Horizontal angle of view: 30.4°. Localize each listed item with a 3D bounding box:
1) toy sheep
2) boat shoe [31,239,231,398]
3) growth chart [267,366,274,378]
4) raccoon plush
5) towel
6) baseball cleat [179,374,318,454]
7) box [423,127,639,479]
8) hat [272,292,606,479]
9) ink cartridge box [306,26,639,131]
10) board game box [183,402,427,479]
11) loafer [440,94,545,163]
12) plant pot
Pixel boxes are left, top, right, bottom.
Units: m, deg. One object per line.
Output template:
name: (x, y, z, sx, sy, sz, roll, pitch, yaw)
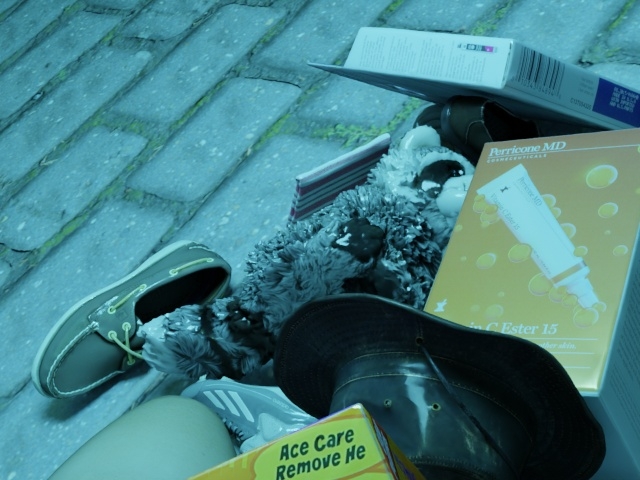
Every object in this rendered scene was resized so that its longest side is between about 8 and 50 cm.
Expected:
toy sheep: (0.171, -0.149, 1.660, 0.091, 0.091, 0.132, -17, 36, 14)
boat shoe: (-0.252, 0.110, 1.591, 0.305, 0.109, 0.091, -39, 33, -22)
growth chart: (0.019, 0.073, 1.538, 0.172, 0.021, 0.237, -14, 38, 17)
raccoon plush: (0.000, 0.000, 1.463, 0.446, 0.216, 0.299, -2, 35, 22)
towel: (0.015, -0.059, 1.556, 0.144, 0.197, 0.029, -28, 67, -24)
baseball cleat: (-0.094, 0.216, 1.395, 0.206, 0.072, 0.109, -6, 48, 32)
box: (0.253, 0.064, 1.249, 0.215, 0.168, 0.345, -3, 47, 33)
hat: (0.090, 0.198, 1.104, 0.331, 0.331, 0.134, 0, 47, 32)
ink cartridge box: (0.207, -0.214, 1.548, 0.330, 0.324, 0.071, 17, 96, 43)
board game box: (-0.031, 0.379, 0.814, 0.357, 0.356, 0.356, -24, 65, 4)
loafer: (0.247, -0.106, 1.455, 0.078, 0.220, 0.080, -4, 60, 62)
plant pot: (-0.181, 0.288, 1.246, 0.257, 0.256, 0.274, -18, 21, 12)
